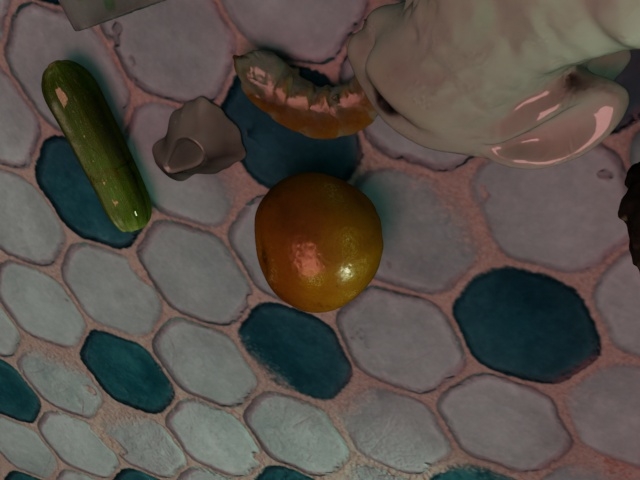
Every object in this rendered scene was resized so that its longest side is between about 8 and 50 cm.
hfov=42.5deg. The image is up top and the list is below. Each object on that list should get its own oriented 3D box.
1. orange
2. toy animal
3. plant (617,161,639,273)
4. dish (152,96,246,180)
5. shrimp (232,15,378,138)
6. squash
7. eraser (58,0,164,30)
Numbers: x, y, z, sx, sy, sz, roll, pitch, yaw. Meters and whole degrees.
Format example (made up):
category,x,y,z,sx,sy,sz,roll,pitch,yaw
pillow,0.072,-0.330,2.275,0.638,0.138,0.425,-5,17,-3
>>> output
category,x,y,z,sx,sy,sz,roll,pitch,yaw
orange,0.000,0.000,0.903,0.136,0.159,0.158,-13,128,-14
toy animal,0.166,-0.175,0.580,0.258,0.193,0.357,15,152,-14
plant,0.411,-0.032,0.641,0.321,0.181,0.194,-14,112,32
dish,-0.156,-0.104,0.964,0.137,0.039,0.091,-26,111,37
shrimp,-0.002,-0.179,0.825,0.161,0.049,0.166,33,132,-4
squash,-0.269,-0.113,0.997,0.066,0.066,0.228,-2,124,28
eraser,-0.222,-0.334,0.790,0.174,0.081,0.226,-8,120,29
